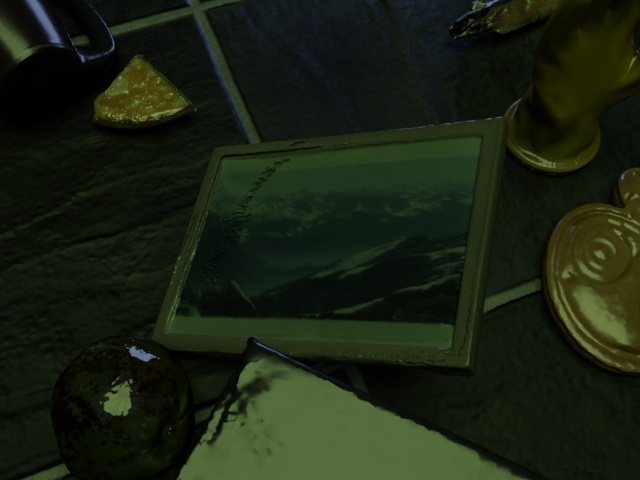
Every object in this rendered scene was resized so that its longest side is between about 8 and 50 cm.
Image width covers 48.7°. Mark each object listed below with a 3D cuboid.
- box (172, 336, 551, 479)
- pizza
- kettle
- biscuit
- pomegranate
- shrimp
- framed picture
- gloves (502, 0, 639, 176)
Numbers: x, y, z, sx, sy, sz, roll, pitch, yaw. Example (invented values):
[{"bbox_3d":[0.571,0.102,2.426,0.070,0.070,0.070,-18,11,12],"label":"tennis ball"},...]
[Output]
[{"bbox_3d":[0.044,0.276,0.540,0.345,0.204,0.251,25,67,9],"label":"box"},{"bbox_3d":[-0.209,-0.176,0.841,0.122,0.026,0.109,-6,62,-3],"label":"pizza"},{"bbox_3d":[-0.365,-0.256,0.826,0.232,0.144,0.202,49,41,12],"label":"kettle"},{"bbox_3d":[0.367,0.019,0.769,0.288,0.044,0.202,-39,72,-16],"label":"biscuit"},{"bbox_3d":[-0.174,0.141,0.645,0.125,0.138,0.163,-14,35,1],"label":"pomegranate"},{"bbox_3d":[0.234,-0.336,0.925,0.219,0.046,0.152,-30,70,-20],"label":"shrimp"},{"bbox_3d":[0.000,0.000,0.685,0.334,0.022,0.248,-1,61,29],"label":"framed picture"},{"bbox_3d":[0.280,-0.190,0.722,0.133,0.294,0.116,-35,70,-18],"label":"gloves"}]
